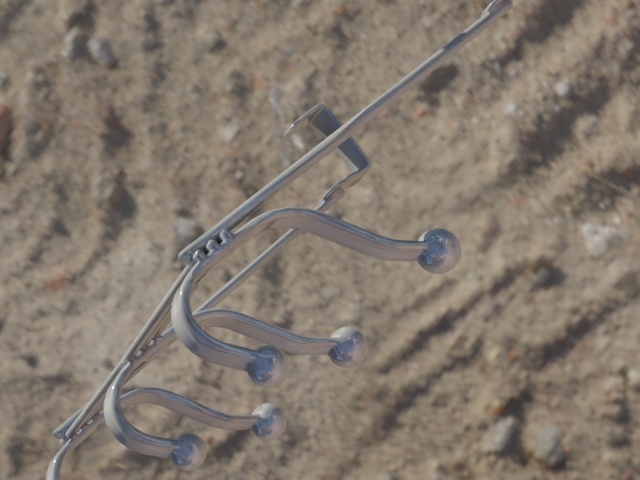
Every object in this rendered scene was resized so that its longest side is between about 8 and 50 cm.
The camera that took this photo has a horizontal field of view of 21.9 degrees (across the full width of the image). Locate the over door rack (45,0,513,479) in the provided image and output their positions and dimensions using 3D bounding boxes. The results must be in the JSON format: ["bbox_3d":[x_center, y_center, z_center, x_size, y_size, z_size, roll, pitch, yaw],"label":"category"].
[{"bbox_3d":[0.000,0.000,0.880,0.108,0.239,0.324,37,53,-3],"label":"over door rack"}]
